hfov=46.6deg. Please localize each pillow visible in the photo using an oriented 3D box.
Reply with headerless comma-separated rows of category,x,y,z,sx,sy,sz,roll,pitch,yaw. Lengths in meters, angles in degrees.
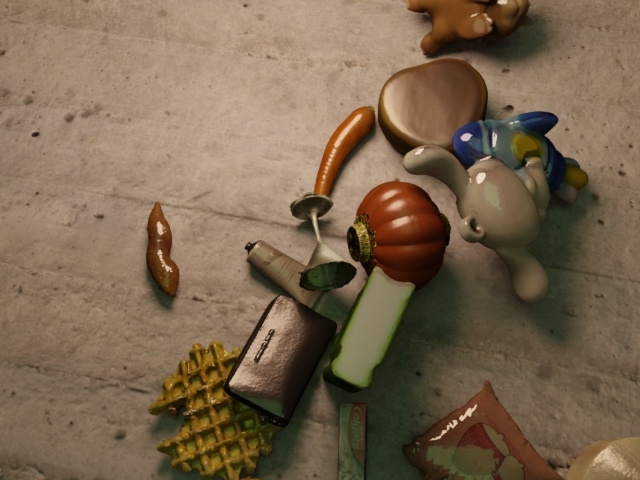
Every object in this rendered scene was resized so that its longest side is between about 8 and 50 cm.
pillow,0.296,0.413,1.366,0.223,0.084,0.236,-31,75,-9

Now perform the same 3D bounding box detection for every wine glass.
wine glass,0.000,0.000,1.506,0.122,0.122,0.183,-11,60,-1

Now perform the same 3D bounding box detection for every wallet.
wallet,-0.078,0.228,1.437,0.149,0.044,0.250,29,59,3

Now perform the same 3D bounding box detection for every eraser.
eraser,0.081,0.175,1.369,0.092,0.274,0.210,26,75,3

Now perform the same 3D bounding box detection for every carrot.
carrot,0.037,-0.187,1.613,0.271,0.066,0.062,-55,33,-12

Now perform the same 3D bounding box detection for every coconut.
coconut,0.543,0.442,1.271,0.241,0.241,0.241,-1,70,3

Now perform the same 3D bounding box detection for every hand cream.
hand cream,-0.077,0.061,1.532,0.186,0.054,0.087,33,72,5

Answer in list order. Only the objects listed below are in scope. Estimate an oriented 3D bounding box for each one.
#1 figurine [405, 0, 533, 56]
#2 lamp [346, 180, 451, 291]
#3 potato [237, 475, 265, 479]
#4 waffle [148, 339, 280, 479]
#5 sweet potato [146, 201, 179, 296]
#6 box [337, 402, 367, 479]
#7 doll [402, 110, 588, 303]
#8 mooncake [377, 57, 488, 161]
figurine,0.351,-0.516,1.661,0.173,0.247,0.177,-23,95,-42
lamp,0.154,-0.007,1.454,0.196,0.223,0.223,-8,69,-15
potato,-0.092,0.566,1.302,0.172,0.140,0.301,-18,74,1
waffle,-0.194,0.332,1.436,0.249,0.056,0.261,26,69,10
sweet potato,-0.337,0.019,1.558,0.065,0.051,0.219,-16,69,1
box,0.060,0.417,1.400,0.055,0.039,0.218,2,71,5
doll,0.367,-0.115,1.474,0.187,0.376,0.366,0,40,47
mooncake,0.248,-0.268,1.596,0.234,0.117,0.235,-1,73,3
